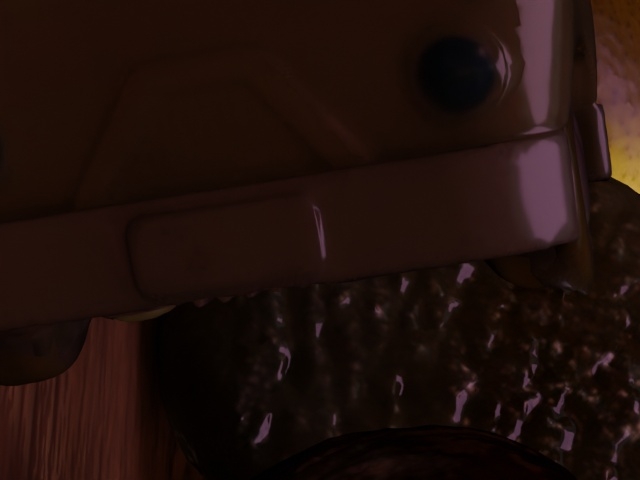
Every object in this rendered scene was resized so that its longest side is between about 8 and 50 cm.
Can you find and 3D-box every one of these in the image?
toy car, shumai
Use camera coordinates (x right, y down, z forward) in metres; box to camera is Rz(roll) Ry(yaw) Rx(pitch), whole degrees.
[{"bbox_3d":[-0.019,-0.082,0.706,0.336,0.242,0.226,-40,120,-79],"label":"toy car"},{"bbox_3d":[0.075,0.150,1.051,0.324,0.397,0.323,-47,170,-34],"label":"shumai"}]

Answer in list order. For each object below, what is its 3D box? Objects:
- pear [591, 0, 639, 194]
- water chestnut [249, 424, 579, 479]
[{"bbox_3d":[0.180,-0.096,1.727,0.418,0.362,0.362,63,20,-52],"label":"pear"},{"bbox_3d":[0.016,0.208,0.691,0.289,0.244,0.289,-2,90,-76],"label":"water chestnut"}]
